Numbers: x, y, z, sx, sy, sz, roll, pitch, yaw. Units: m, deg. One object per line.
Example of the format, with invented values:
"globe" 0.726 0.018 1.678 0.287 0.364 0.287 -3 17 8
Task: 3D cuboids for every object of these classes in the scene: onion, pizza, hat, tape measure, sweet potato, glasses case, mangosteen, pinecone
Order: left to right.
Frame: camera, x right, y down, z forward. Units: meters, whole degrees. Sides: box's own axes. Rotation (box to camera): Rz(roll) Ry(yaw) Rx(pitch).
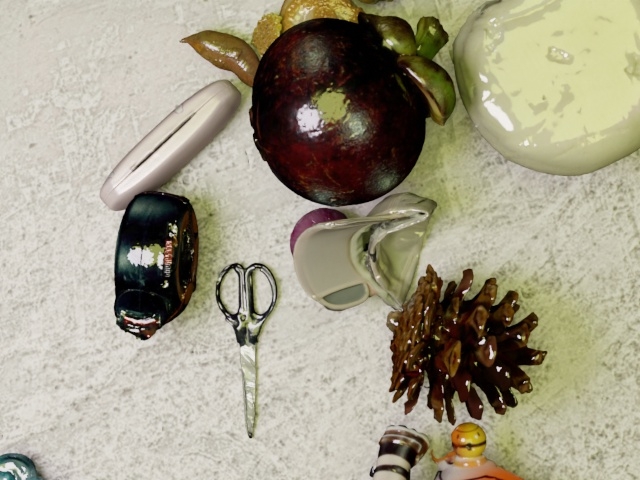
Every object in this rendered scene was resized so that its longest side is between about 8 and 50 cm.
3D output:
"tape measure" -0.265 0.032 1.642 0.135 0.202 0.223 7 103 4
"glasses case" -0.253 -0.160 1.693 0.297 0.113 0.075 -43 87 2
"sweet potato" -0.131 -0.306 1.715 0.226 0.068 0.068 31 91 -2
"onion" 0.000 0.000 1.676 0.115 0.104 0.115 -4 98 -31
"pizza" 0.007 -0.381 1.709 0.161 0.062 0.182 7 83 13
"mangosteen" 0.042 -0.204 1.565 0.329 0.330 0.330 0 87 6
"hat" 0.069 0.003 1.612 0.225 0.164 0.220 10 129 -7
"pinecone" 0.229 0.164 1.569 0.264 0.264 0.264 0 87 6

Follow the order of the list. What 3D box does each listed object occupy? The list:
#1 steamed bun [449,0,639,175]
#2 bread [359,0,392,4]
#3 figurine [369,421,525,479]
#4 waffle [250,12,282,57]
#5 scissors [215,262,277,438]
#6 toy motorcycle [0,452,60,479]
"steamed bun" 0.391 -0.258 1.578 0.333 0.233 0.312 -17 88 13
"bread" 0.095 -0.510 1.692 0.128 0.088 0.232 2 81 -3
"figurine" 0.224 0.452 1.573 0.323 0.196 0.320 12 100 3
"waffle" -0.093 -0.351 1.710 0.085 0.016 0.078 37 106 49
"scissors" -0.125 0.188 1.712 0.109 0.022 0.300 -1 88 9
"toy motorcycle" -0.542 0.494 1.672 0.206 0.154 0.260 44 81 7
